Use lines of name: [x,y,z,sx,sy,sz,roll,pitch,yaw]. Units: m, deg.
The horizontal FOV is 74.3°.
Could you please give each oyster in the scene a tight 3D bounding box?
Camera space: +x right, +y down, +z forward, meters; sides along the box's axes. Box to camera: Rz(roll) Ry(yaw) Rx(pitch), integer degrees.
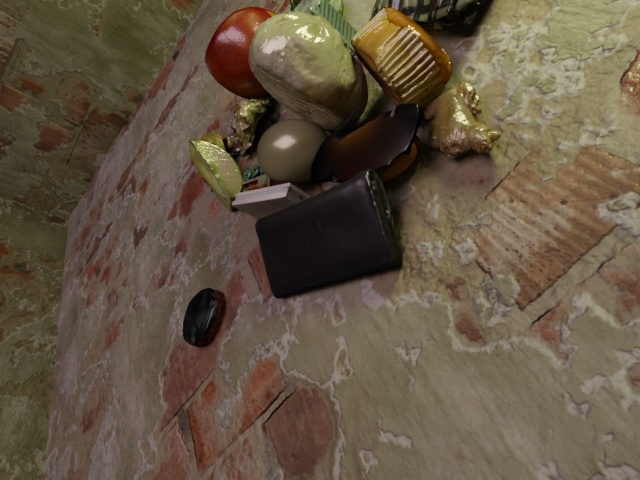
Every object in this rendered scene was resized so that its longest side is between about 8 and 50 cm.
oyster: [-0.285,-0.435,1.581,0.238,0.114,0.351,-68,17,-1]

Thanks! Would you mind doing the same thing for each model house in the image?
model house: [-0.019,-0.631,1.332,0.215,0.224,0.199,-42,44,25]

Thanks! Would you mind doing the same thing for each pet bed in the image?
pet bed: [-0.389,0.251,1.389,0.201,0.053,0.201,-24,53,36]

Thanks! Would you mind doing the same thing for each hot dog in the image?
hot dog: [0.129,-0.220,1.042,0.326,0.107,0.194,10,83,50]

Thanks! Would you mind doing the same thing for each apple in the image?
apple: [-0.364,-0.239,1.526,0.120,0.265,0.193,-35,0,-21]

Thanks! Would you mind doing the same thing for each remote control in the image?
remote control: [-0.150,-0.120,1.291,0.277,0.102,0.056,-4,66,46]

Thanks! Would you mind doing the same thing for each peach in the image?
peach: [-0.258,-0.674,1.544,0.332,0.308,0.308,-8,59,8]

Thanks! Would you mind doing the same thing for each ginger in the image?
ginger: [0.296,-0.244,0.910,0.137,0.074,0.214,-41,49,39]

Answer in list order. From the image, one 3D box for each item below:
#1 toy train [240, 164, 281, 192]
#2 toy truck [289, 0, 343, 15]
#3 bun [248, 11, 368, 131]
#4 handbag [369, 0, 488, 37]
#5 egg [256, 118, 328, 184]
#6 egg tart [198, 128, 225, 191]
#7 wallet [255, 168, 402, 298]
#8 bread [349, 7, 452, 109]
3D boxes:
toy train: [-0.201,-0.192,1.412,0.175,0.074,0.119,-10,66,42]
toy truck: [-0.024,-0.824,1.434,0.187,0.210,0.148,39,98,14]
bun: [-0.019,-0.462,1.146,0.219,0.365,0.365,-56,40,2]
handbag: [0.306,-0.690,1.070,0.325,0.162,0.327,29,98,52]
egg: [-0.076,-0.256,1.221,0.241,0.186,0.186,-4,67,44]
egg tart: [-0.442,-0.317,1.669,0.231,0.098,0.253,-5,87,64]
wallet: [0.001,0.000,1.049,0.405,0.062,0.229,-20,86,41]
bread: [0.201,-0.435,1.019,0.156,0.204,0.288,-37,39,16]
